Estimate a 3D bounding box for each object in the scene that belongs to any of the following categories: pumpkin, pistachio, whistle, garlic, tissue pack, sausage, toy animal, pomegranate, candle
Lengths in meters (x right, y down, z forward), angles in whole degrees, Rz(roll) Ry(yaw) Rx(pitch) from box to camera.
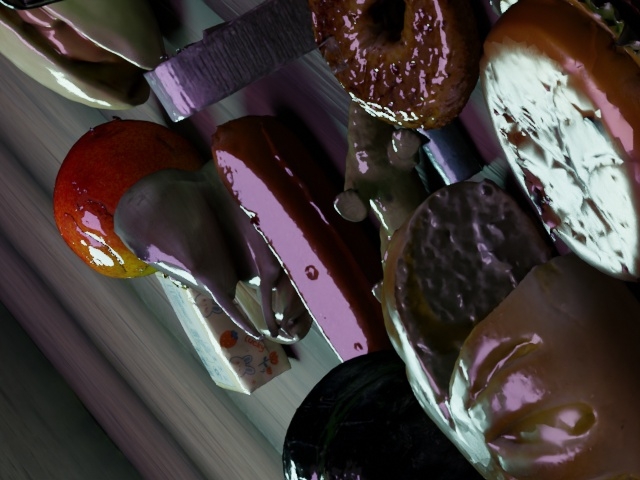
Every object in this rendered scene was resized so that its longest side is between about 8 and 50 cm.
[{"bbox_3d":[0.116,0.238,1.828,0.315,0.238,0.315,39,171,8],"label":"pumpkin"},{"bbox_3d":[-0.306,-0.284,2.207,0.318,0.214,0.193,47,120,15],"label":"pistachio"},{"bbox_3d":[0.079,-0.132,1.616,0.186,0.039,0.039,59,163,-2],"label":"whistle"},{"bbox_3d":[-0.112,0.019,2.134,0.292,0.210,0.237,-148,37,-73],"label":"garlic"},{"bbox_3d":[-0.134,0.102,2.519,0.196,0.092,0.148,61,163,-12],"label":"tissue pack"},{"bbox_3d":[0.000,0.000,1.966,0.330,0.102,0.102,56,163,7],"label":"sausage"},{"bbox_3d":[0.067,-0.054,1.715,0.101,0.103,0.219,-86,-26,-54],"label":"toy animal"},{"bbox_3d":[-0.228,-0.045,2.365,0.235,0.210,0.210,45,166,-12],"label":"pomegranate"},{"bbox_3d":[-0.074,-0.186,1.789,0.168,0.192,0.068,-25,99,29],"label":"candle"}]

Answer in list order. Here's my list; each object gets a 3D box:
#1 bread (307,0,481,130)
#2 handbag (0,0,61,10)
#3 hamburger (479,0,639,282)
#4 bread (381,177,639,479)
[{"bbox_3d":[0.062,-0.180,1.521,0.193,0.064,0.193,33,137,37],"label":"bread"},{"bbox_3d":[-0.327,-0.410,1.936,0.358,0.236,0.160,46,157,35],"label":"handbag"},{"bbox_3d":[0.205,-0.081,1.176,0.243,0.138,0.262,52,162,25],"label":"hamburger"},{"bbox_3d":[0.173,0.116,1.569,0.333,0.160,0.333,52,163,22],"label":"bread"}]
